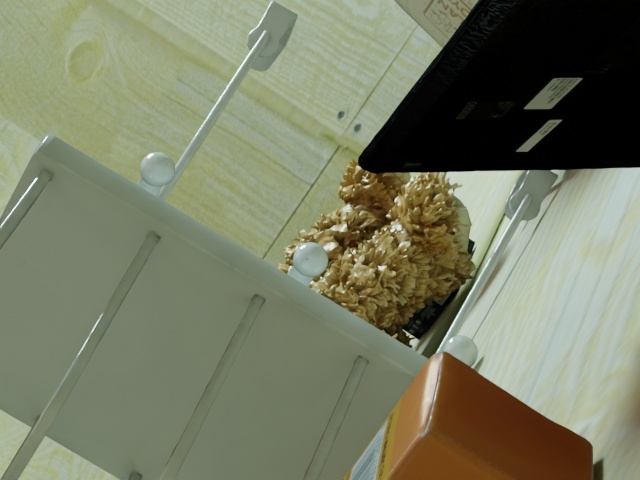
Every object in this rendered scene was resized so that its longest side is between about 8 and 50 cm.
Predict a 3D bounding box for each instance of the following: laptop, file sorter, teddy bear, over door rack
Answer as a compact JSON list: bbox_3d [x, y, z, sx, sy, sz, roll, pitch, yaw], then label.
[{"bbox_3d":[0.163,-0.126,0.730,0.234,0.264,0.137,128,139,-70],"label":"laptop"},{"bbox_3d":[-0.088,0.124,0.925,0.193,0.277,0.173,-55,7,41],"label":"file sorter"},{"bbox_3d":[-0.009,0.077,1.325,0.338,0.113,0.245,-50,37,16],"label":"teddy bear"},{"bbox_3d":[0.000,0.000,1.142,0.324,0.239,0.108,-59,1,-33],"label":"over door rack"}]

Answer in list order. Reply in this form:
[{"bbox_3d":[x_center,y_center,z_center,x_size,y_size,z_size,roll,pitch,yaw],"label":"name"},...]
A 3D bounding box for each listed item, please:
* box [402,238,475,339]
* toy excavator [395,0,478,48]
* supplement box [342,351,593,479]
[{"bbox_3d":[0.082,0.027,1.419,0.062,0.052,0.083,-55,4,31],"label":"box"},{"bbox_3d":[0.216,-0.265,1.316,0.445,0.222,0.433,-42,-6,-30],"label":"toy excavator"},{"bbox_3d":[0.012,0.162,0.699,0.233,0.078,0.080,-56,5,23],"label":"supplement box"}]
